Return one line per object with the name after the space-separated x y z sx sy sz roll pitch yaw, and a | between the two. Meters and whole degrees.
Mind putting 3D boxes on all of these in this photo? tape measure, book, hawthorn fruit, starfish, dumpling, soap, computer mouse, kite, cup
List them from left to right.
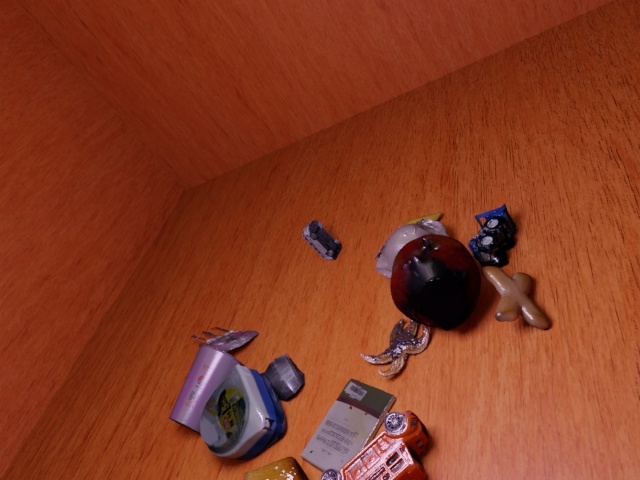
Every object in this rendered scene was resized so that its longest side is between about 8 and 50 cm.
-0.440 0.561 1.933 0.203 0.203 0.288 -4 51 43 | cup
-0.427 0.413 2.181 0.204 0.022 0.361 -23 14 -41 | kite
-0.272 0.583 1.702 0.262 0.138 0.259 -43 42 7 | tape measure
-0.138 0.477 1.825 0.126 0.071 0.231 -41 30 -6 | computer mouse
0.081 0.559 1.533 0.201 0.026 0.289 8 53 50 | book
0.242 0.341 1.631 0.216 0.071 0.238 -21 24 36 | starfish
0.341 0.048 1.860 0.293 0.163 0.204 -38 65 -3 | dumpling
0.402 -0.065 2.033 0.169 0.033 0.089 -13 40 35 | soap
0.353 0.133 1.575 0.316 0.316 0.315 -26 33 18 | hawthorn fruit

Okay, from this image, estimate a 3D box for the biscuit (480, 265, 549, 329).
0.560 0.159 1.474 0.207 0.165 0.047 -86 12 -50 | biscuit

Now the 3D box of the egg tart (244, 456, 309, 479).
-0.104 0.689 1.398 0.147 0.202 0.202 -32 30 -7 | egg tart

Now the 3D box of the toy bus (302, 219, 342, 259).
0.000 0.000 2.211 0.089 0.194 0.087 -16 36 46 | toy bus

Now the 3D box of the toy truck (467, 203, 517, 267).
0.573 -0.014 1.714 0.126 0.113 0.208 -1 45 47 | toy truck

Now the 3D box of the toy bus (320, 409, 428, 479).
0.155 0.594 1.309 0.329 0.143 0.153 -40 41 -6 | toy bus
